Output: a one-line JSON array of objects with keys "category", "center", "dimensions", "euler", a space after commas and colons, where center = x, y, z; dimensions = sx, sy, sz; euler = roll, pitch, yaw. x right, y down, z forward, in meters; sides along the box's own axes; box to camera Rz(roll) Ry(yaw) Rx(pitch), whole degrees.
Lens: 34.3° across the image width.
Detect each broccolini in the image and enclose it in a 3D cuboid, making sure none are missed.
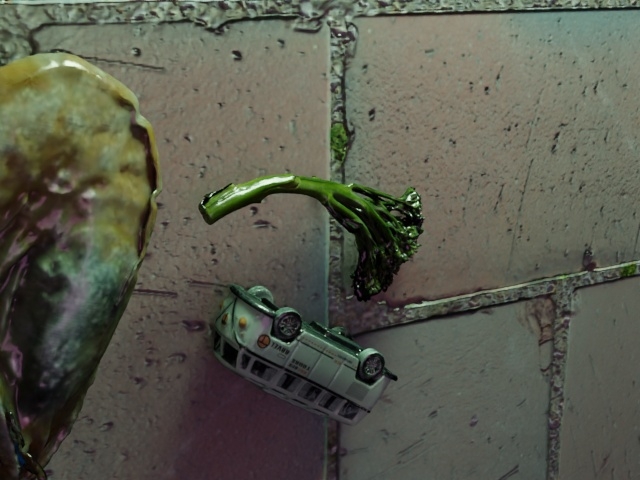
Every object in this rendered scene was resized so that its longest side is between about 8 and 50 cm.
[{"category": "broccolini", "center": [-0.007, -0.002, 1.014], "dimensions": [0.271, 0.062, 0.123], "euler": [4, 86, -38]}]

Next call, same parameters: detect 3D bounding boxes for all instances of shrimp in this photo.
[{"category": "shrimp", "center": [-0.254, 0.067, 0.840], "dimensions": [0.221, 0.110, 0.445], "euler": [5, 103, -46]}]

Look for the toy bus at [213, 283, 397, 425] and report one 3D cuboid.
[{"category": "toy bus", "center": [-0.022, 0.115, 1.025], "dimensions": [0.194, 0.087, 0.089], "euler": [30, 91, -33]}]
